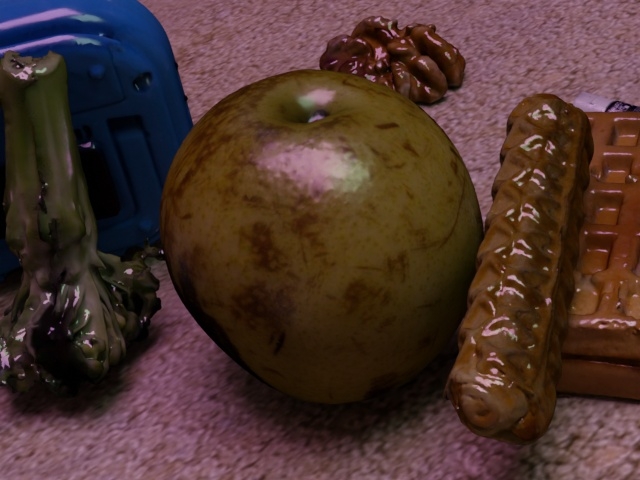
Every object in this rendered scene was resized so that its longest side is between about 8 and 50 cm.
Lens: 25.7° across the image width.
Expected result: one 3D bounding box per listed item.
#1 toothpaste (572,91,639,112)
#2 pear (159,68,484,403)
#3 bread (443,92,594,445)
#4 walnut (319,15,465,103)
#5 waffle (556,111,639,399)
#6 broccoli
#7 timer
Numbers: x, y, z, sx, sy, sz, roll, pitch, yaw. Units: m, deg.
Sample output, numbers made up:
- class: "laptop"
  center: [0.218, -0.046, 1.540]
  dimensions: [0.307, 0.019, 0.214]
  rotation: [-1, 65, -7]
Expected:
- class: "toothpaste"
  center: [0.343, -0.102, 1.413]
  dimensions: [0.193, 0.045, 0.071]
  rotation: [21, 53, 29]
- class: "pear"
  center: [0.000, 0.000, 1.171]
  dimensions: [0.283, 0.284, 0.284]
  rotation: [-8, 34, 5]
- class: "bread"
  center: [0.165, 0.010, 1.108]
  dimensions: [0.084, 0.077, 0.368]
  rotation: [23, 44, -5]
- class: "walnut"
  center: [0.081, -0.212, 1.620]
  dimensions: [0.170, 0.069, 0.143]
  rotation: [21, 44, 34]
- class: "waffle"
  center: [0.275, 0.004, 1.230]
  dimensions: [0.224, 0.098, 0.328]
  rotation: [2, 36, 22]
- class: "broccoli"
  center: [-0.237, -0.017, 1.232]
  dimensions: [0.145, 0.304, 0.165]
  rotation: [6, 21, 23]
- class: "timer"
  center: [-0.291, -0.091, 1.342]
  dimensions: [0.340, 0.309, 0.115]
  rotation: [-12, 48, 0]
